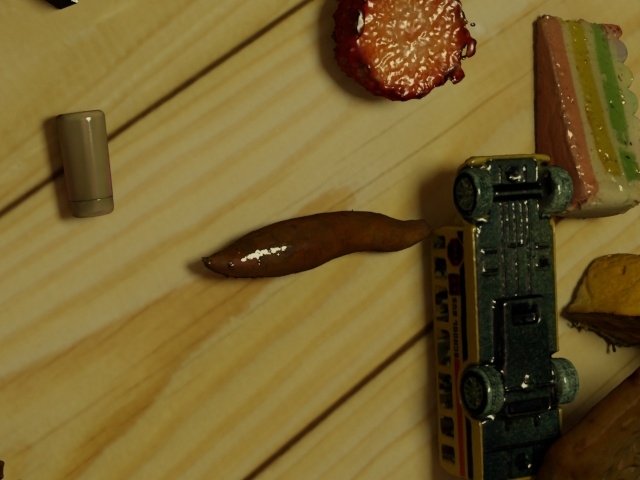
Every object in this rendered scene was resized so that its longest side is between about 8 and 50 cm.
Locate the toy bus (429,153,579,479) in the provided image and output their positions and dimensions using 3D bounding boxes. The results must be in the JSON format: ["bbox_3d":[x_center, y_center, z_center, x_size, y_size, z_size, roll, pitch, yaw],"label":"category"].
[{"bbox_3d":[0.184,0.079,1.586,0.121,0.123,0.335,-5,94,-28],"label":"toy bus"}]

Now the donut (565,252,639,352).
[{"bbox_3d":[0.420,0.095,1.703,0.259,0.152,0.101,30,70,-29],"label":"donut"}]

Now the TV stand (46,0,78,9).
[{"bbox_3d":[-0.193,-0.335,1.401,0.040,0.049,0.256,30,78,-26],"label":"TV stand"}]

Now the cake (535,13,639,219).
[{"bbox_3d":[0.299,-0.135,1.664,0.109,0.090,0.225,-2,92,-25],"label":"cake"}]

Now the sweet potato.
[{"bbox_3d":[0.001,-0.001,1.520,0.265,0.057,0.057,-12,98,-30],"label":"sweet potato"}]

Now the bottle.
[{"bbox_3d":[-0.215,-0.070,1.402,0.045,0.045,0.096,-10,99,-29],"label":"bottle"}]

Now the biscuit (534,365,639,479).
[{"bbox_3d":[0.365,0.256,1.649,0.359,0.046,0.359,-19,131,-23],"label":"biscuit"}]

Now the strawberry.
[{"bbox_3d":[0.078,-0.209,1.536,0.145,0.086,0.145,0,91,-28],"label":"strawberry"}]

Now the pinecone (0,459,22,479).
[{"bbox_3d":[-0.308,0.265,1.291,0.212,0.168,0.185,-3,124,-40],"label":"pinecone"}]
